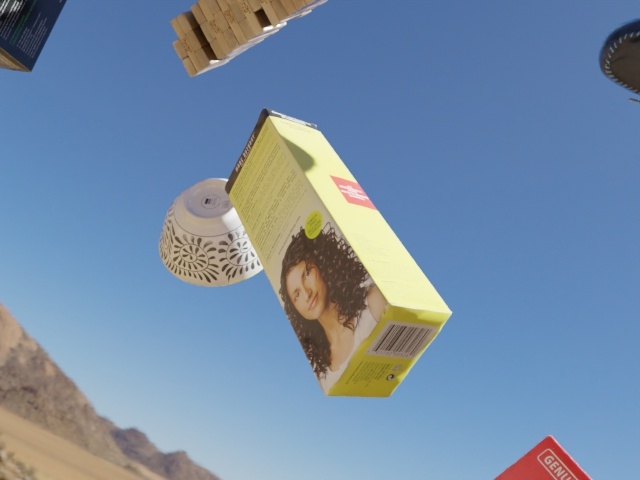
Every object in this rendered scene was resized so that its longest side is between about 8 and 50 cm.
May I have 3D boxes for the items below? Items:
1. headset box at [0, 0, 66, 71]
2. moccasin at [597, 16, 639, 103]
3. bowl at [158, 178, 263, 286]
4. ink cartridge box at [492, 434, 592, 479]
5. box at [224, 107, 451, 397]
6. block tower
[{"bbox_3d":[-0.433,-0.350,0.868,0.283,0.246,0.131,14,-15,27],"label":"headset box"},{"bbox_3d":[0.531,-0.204,0.919,0.342,0.116,0.137,12,-51,7],"label":"moccasin"},{"bbox_3d":[-0.140,-0.029,0.973,0.170,0.170,0.080,17,-36,18],"label":"bowl"},{"bbox_3d":[0.148,0.308,0.542,0.066,0.261,0.296,49,1,-35],"label":"ink cartridge box"},{"bbox_3d":[0.000,0.000,0.536,0.058,0.087,0.232,11,32,-34],"label":"box"},{"bbox_3d":[-0.079,-0.350,1.057,0.336,0.097,0.090,-19,-75,38],"label":"block tower"}]
